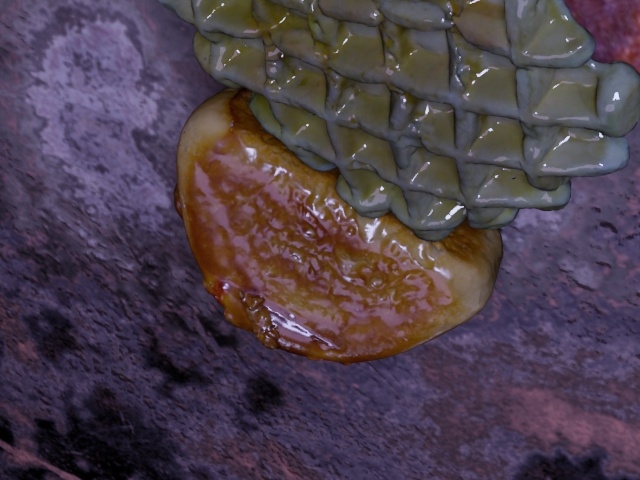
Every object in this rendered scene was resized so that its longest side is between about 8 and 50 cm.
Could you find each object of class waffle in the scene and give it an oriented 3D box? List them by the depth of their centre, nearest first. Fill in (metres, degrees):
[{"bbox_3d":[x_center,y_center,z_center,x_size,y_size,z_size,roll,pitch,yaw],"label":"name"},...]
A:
[{"bbox_3d":[0.038,-0.112,0.872,0.292,0.056,0.309,44,150,-14],"label":"waffle"}]

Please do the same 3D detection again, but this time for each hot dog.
[{"bbox_3d":[0.000,0.000,1.085,0.256,0.150,0.153,31,125,3],"label":"hot dog"}]

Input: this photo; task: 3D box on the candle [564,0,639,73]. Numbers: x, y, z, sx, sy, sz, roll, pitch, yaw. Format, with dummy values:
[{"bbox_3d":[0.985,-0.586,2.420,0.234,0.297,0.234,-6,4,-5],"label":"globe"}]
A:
[{"bbox_3d":[0.115,-0.166,0.899,0.317,0.131,0.287,3,129,30],"label":"candle"}]
